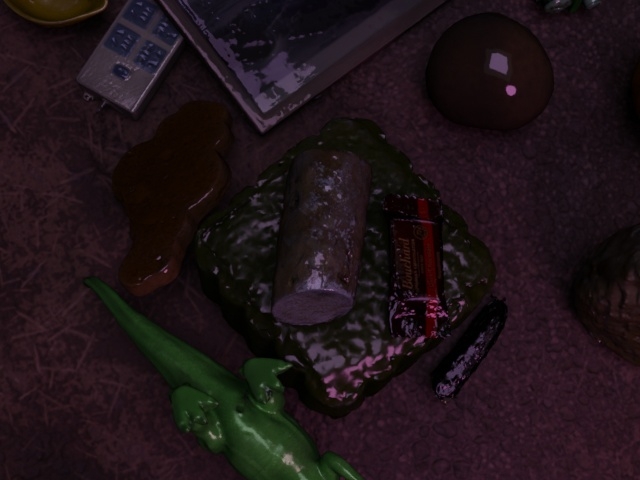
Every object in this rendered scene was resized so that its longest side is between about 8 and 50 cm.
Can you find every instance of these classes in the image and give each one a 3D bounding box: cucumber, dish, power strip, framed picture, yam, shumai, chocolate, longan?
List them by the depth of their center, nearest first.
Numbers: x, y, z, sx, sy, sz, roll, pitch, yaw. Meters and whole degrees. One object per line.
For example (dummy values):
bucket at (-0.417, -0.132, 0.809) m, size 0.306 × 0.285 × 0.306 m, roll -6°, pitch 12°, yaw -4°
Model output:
yam at (0.000, 0.000, 0.971) m, size 0.107 × 0.107 × 0.194 m, roll 9°, pitch 71°, yaw -2°
chocolate at (0.116, 0.030, 1.009) m, size 0.086 × 0.028 × 0.183 m, roll 1°, pitch 71°, yaw -14°
shumai at (0.542, 0.022, 1.162) m, size 0.292 × 0.330 × 0.288 m, roll 47°, pitch 55°, yaw -32°
cucumber at (0.217, 0.156, 1.191) m, size 0.053 × 0.053 × 0.181 m, roll 38°, pitch 78°, yaw 3°
longan at (0.249, -0.245, 1.215) m, size 0.189 × 0.189 × 0.189 m, roll 1°, pitch 79°, yaw -4°
dish at (-0.402, -0.386, 1.230) m, size 0.207 × 0.080 × 0.149 m, roll 32°, pitch 83°, yaw 1°
power strip at (-0.239, -0.340, 1.251) m, size 0.106 × 0.043 × 0.367 m, roll 29°, pitch 79°, yaw 2°
framed picture at (-0.014, -0.411, 1.260) m, size 0.446 × 0.028 × 0.326 m, roll -39°, pitch 91°, yaw -12°

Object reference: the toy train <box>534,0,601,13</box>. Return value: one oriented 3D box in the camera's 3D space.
toy train at (0.360, -0.473, 1.304) m, size 0.119 × 0.085 × 0.251 m, roll -18°, pitch 79°, yaw -2°

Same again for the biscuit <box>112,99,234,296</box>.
biscuit at (-0.212, -0.064, 1.152) m, size 0.183 × 0.047 × 0.320 m, roll -13°, pitch 51°, yaw 18°

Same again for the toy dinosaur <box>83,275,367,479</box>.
toy dinosaur at (-0.110, 0.240, 1.131) m, size 0.144 × 0.374 × 0.500 m, roll -43°, pitch 44°, yaw -15°

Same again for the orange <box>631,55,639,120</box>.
orange at (0.574, -0.234, 1.196) m, size 0.240 × 0.240 × 0.240 m, roll 1°, pitch 79°, yaw -4°

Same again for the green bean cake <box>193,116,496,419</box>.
green bean cake at (0.031, 0.038, 1.128) m, size 0.335 × 0.218 × 0.319 m, roll -35°, pitch 76°, yaw -16°
